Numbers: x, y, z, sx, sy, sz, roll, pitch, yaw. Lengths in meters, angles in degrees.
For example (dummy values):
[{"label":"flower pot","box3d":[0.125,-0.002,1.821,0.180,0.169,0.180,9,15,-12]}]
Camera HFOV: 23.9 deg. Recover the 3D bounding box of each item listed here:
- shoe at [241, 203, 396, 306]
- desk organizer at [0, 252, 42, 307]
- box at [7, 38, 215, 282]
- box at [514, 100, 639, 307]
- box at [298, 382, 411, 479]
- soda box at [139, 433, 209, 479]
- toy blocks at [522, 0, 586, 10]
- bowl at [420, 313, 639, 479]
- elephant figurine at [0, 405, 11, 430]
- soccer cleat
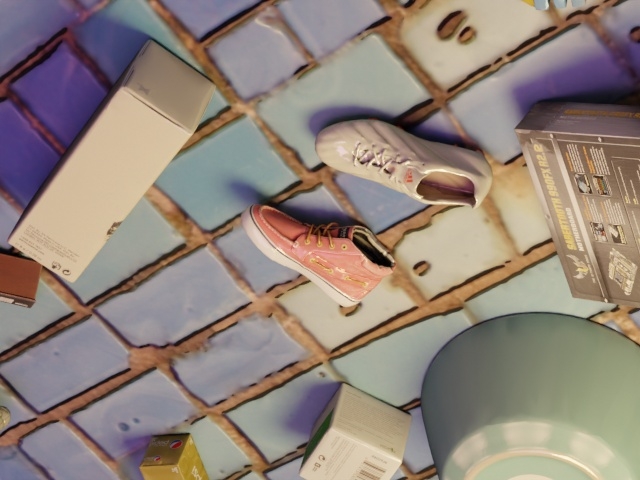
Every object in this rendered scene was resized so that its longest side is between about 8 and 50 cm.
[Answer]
[{"label":"shoe","box3d":[0.000,0.000,1.715,0.178,0.063,0.081,37,125,-20]},{"label":"desk organizer","box3d":[-0.410,0.041,1.854,0.130,0.050,0.047,14,163,-15]},{"label":"box","box3d":[-0.234,-0.084,1.680,0.094,0.113,0.275,35,128,-13]},{"label":"box","box3d":[0.318,-0.032,1.565,0.183,0.056,0.231,8,133,43]},{"label":"box","box3d":[0.043,0.253,1.873,0.102,0.087,0.101,27,128,-5]},{"label":"soda box","box3d":[-0.179,0.344,2.013,0.058,0.061,0.181,-6,124,19]},{"label":"toy blocks","box3d":[0.181,-0.326,1.374,0.381,0.190,0.261,-3,136,18]},{"label":"bowl","box3d":[0.261,0.254,1.772,0.311,0.163,0.311,6,126,9]},{"label":"elephant figurine","box3d":[-0.523,0.177,1.943,0.239,0.186,0.169,55,164,-13]},{"label":"soccer cleat","box3d":[0.087,-0.081,1.620,0.196,0.076,0.068,12,128,6]}]
